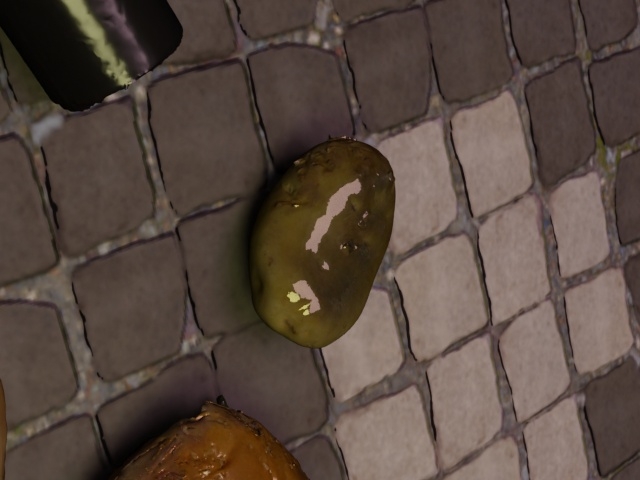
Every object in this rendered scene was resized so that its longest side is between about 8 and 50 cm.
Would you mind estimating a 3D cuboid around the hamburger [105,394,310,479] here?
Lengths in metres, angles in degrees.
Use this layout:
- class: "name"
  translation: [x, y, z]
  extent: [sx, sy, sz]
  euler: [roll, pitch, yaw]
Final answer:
- class: "hamburger"
  translation: [-0.050, 0.149, 0.825]
  extent: [0.176, 0.087, 0.102]
  euler: [33, 72, -34]

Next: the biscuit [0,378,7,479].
- class: "biscuit"
  translation: [-0.339, 0.092, 0.478]
  extent: [0.446, 0.104, 0.429]
  euler: [-24, 110, -13]

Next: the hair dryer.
- class: "hair dryer"
  translation: [-0.111, -0.218, 0.769]
  extent: [0.251, 0.089, 0.197]
  euler: [-50, 121, -36]

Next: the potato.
- class: "potato"
  translation: [0.000, 0.000, 0.874]
  extent: [0.091, 0.070, 0.138]
  euler: [39, 68, -36]
